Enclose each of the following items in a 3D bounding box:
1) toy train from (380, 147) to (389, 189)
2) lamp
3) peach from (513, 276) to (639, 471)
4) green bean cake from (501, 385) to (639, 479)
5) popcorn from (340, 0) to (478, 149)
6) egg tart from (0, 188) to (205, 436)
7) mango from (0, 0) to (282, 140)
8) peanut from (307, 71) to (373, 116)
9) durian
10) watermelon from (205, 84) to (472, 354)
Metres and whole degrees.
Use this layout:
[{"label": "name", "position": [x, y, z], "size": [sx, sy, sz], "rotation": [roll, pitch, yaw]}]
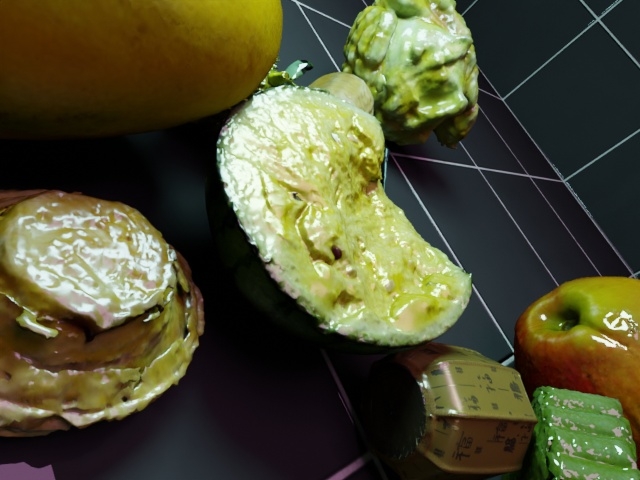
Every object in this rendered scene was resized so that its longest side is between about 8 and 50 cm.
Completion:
[{"label": "toy train", "position": [0.082, -0.089, 0.885], "size": [0.055, 0.048, 0.252], "rotation": [27, 44, -13]}, {"label": "lamp", "position": [0.148, 0.202, 0.579], "size": [0.185, 0.161, 0.161], "rotation": [16, 46, -31]}, {"label": "peach", "position": [0.493, 0.233, 0.805], "size": [0.372, 0.372, 0.290], "rotation": [45, 72, -6]}, {"label": "green bean cake", "position": [0.290, 0.303, 0.591], "size": [0.113, 0.214, 0.200], "rotation": [14, 32, 12]}, {"label": "popcorn", "position": [0.181, -0.343, 1.031], "size": [0.279, 0.274, 0.336], "rotation": [-17, 113, -28]}, {"label": "egg tart", "position": [-0.200, 0.036, 0.397], "size": [0.241, 0.106, 0.241], "rotation": [26, 39, -23]}, {"label": "mango", "position": [-0.232, -0.216, 0.437], "size": [0.445, 0.232, 0.300], "rotation": [-7, 41, -35]}, {"label": "peanut", "position": [0.016, -0.223, 0.870], "size": [0.129, 0.129, 0.224], "rotation": [47, 36, -4]}, {"label": "durian", "position": [-0.118, -0.204, 0.671], "size": [0.146, 0.159, 0.198], "rotation": [-35, 72, -25]}, {"label": "watermelon", "position": [0.000, 0.000, 0.584], "size": [0.330, 0.189, 0.331], "rotation": [17, 50, -21]}]
